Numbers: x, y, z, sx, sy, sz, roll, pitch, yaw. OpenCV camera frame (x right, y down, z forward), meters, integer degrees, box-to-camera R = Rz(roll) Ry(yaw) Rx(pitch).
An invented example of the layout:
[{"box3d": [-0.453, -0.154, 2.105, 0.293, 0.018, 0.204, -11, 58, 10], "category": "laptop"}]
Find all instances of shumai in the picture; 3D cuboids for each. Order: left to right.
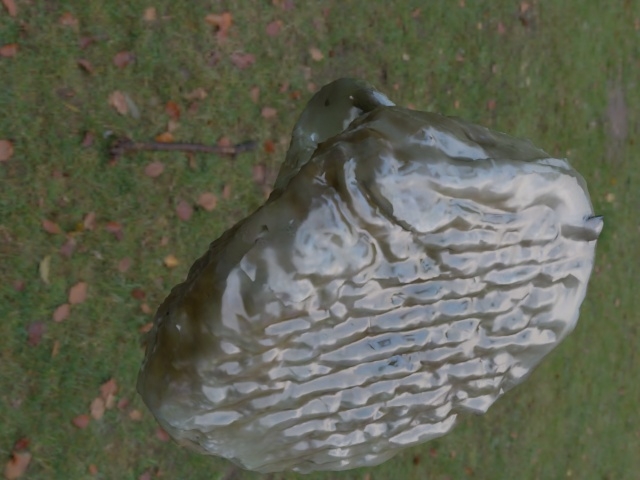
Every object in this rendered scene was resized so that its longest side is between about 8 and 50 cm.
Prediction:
[{"box3d": [0.000, 0.000, 0.640, 0.314, 0.262, 0.267, -24, 130, -10], "category": "shumai"}]
